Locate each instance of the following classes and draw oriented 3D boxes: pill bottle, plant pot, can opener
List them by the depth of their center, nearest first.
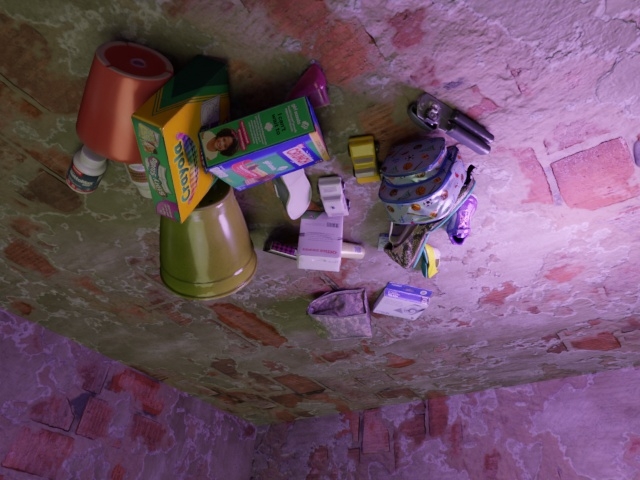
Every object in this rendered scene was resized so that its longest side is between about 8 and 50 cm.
[{"bbox_3d":[-0.525,-0.391,1.339,0.274,0.275,0.243,17,130,-14],"label":"plant pot"},{"bbox_3d":[0.388,-0.341,1.445,0.283,0.076,0.095,24,171,-23],"label":"can opener"},{"bbox_3d":[-0.583,-0.254,1.605,0.131,0.131,0.229,4,142,1],"label":"pill bottle"},{"bbox_3d":[-0.797,-0.251,1.655,0.107,0.108,0.180,26,137,-24],"label":"pill bottle"},{"bbox_3d":[-0.415,-0.041,1.720,0.365,0.367,0.353,4,130,1],"label":"plant pot"}]

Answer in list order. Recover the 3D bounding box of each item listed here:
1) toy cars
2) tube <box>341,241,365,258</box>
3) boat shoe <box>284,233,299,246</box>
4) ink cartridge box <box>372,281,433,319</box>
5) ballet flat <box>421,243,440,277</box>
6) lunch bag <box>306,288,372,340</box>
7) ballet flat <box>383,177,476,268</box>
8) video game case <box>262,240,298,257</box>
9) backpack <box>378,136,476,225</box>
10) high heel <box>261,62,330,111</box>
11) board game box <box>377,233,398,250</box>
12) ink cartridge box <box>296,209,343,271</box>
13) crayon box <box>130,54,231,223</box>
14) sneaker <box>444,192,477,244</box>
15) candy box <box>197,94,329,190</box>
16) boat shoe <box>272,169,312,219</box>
[{"bbox_3d":[0.096,-0.189,1.640,0.176,0.087,0.394,21,139,-19],"label":"toy cars"},{"bbox_3d":[0.064,0.033,1.895,0.240,0.062,0.070,7,-176,-34],"label":"tube"},{"bbox_3d":[-0.060,0.011,1.935,0.169,0.063,0.059,-4,135,11],"label":"boat shoe"},{"bbox_3d":[0.382,0.287,2.247,0.223,0.045,0.224,12,141,-8],"label":"ink cartridge box"},{"bbox_3d":[0.447,0.071,1.955,0.077,0.077,0.231,-21,142,-1],"label":"ballet flat"},{"bbox_3d":[0.089,0.355,2.272,0.286,0.169,0.235,-7,141,9],"label":"lunch bag"},{"bbox_3d":[0.348,-0.077,1.709,0.181,0.164,0.483,28,138,1],"label":"ballet flat"},{"bbox_3d":[-0.104,0.054,1.930,0.231,0.042,0.210,16,173,-13],"label":"video game case"},{"bbox_3d":[0.302,-0.174,1.470,0.276,0.264,0.213,-10,134,36],"label":"backpack"},{"bbox_3d":[-0.093,-0.422,1.395,0.243,0.082,0.117,-5,116,32],"label":"high heel"},{"bbox_3d":[0.276,0.009,1.926,0.090,0.020,0.090,4,140,2],"label":"board game box"},{"bbox_3d":[0.000,0.000,1.785,0.160,0.220,0.093,5,141,1],"label":"ink cartridge box"},{"bbox_3d":[-0.374,-0.283,1.384,0.105,0.313,0.363,20,143,9],"label":"crayon box"},{"bbox_3d":[0.508,-0.069,1.732,0.095,0.105,0.237,4,141,4],"label":"sneaker"},{"bbox_3d":[-0.149,-0.269,1.395,0.316,0.122,0.268,-19,171,7],"label":"candy box"},{"bbox_3d":[-0.109,-0.196,1.678,0.099,0.116,0.320,40,161,26],"label":"boat shoe"}]
